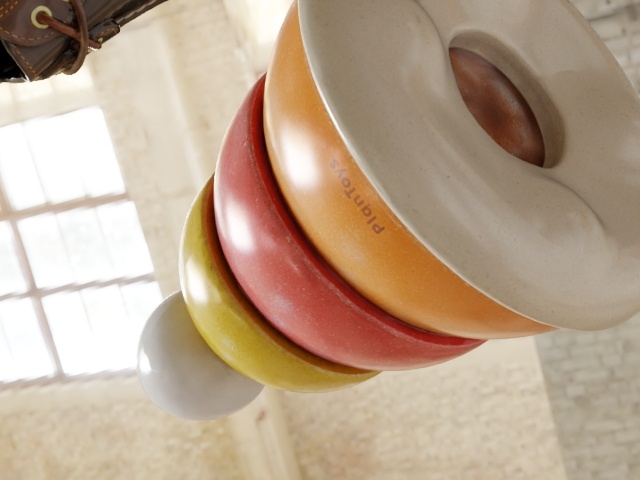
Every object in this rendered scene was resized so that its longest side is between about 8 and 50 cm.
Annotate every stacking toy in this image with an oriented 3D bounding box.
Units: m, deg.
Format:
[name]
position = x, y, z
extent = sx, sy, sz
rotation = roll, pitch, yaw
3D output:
[stacking toy]
position = 0.000, 0.000, 1.123
extent = 0.480, 0.350, 0.350
rotation = -37, 178, 37

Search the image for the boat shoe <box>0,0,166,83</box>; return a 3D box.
[boat shoe]
position = -0.111, -0.083, 0.498
extent = 0.207, 0.073, 0.073
rotation = -21, 149, -1
